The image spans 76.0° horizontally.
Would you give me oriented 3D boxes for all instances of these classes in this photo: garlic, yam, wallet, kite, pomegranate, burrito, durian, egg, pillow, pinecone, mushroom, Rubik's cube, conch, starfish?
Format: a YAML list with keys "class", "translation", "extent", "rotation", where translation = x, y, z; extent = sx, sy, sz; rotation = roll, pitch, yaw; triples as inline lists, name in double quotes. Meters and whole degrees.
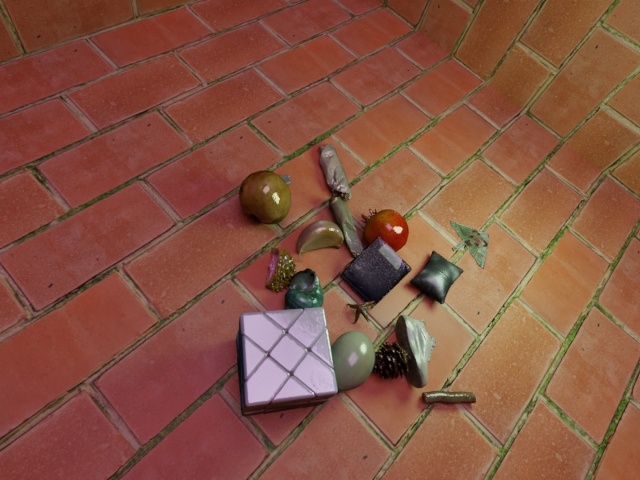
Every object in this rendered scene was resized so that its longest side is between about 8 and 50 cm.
- class: "garlic"
  translation: [-0.008, -0.012, 1.948]
  extent: [0.245, 0.145, 0.164]
  rotation: [-17, 97, -20]
- class: "yam"
  translation: [0.542, 0.665, 1.730]
  extent: [0.241, 0.056, 0.056]
  rotation: [6, 60, -13]
- class: "wallet"
  translation: [0.253, 0.146, 1.880]
  extent: [0.221, 0.071, 0.262]
  rotation: [45, 99, 16]
- class: "kite"
  translation: [0.810, 0.007, 2.191]
  extent: [0.268, 0.013, 0.322]
  rotation: [-17, 66, -22]
- class: "pomegranate"
  translation: [0.306, -0.054, 1.992]
  extent: [0.257, 0.220, 0.221]
  rotation: [41, 60, 20]
- class: "burrito"
  translation: [0.071, -0.369, 2.190]
  extent: [0.117, 0.076, 0.391]
  rotation: [-10, 62, -11]
- class: "durian"
  translation: [-0.181, 0.122, 1.842]
  extent: [0.132, 0.165, 0.182]
  rotation: [-12, 28, 24]
- class: "egg"
  translation: [0.122, 0.481, 1.649]
  extent: [0.187, 0.186, 0.253]
  rotation: [29, 55, 4]
- class: "pillow"
  translation: [0.568, 0.171, 1.984]
  extent: [0.186, 0.106, 0.250]
  rotation: [34, 57, 15]
- class: "pinecone"
  translation: [0.289, 0.504, 1.706]
  extent: [0.174, 0.173, 0.173]
  rotation: [6, 60, -10]
- class: "mushroom"
  translation: [0.127, -0.077, 2.015]
  extent: [0.087, 0.107, 0.333]
  rotation: [-21, 67, -1]
- class: "Rubik's cube"
  translation: [-0.143, 0.455, 1.527]
  extent: [0.319, 0.316, 0.321]
  rotation: [-2, 63, -15]
- class: "conch"
  translation: [-0.078, 0.243, 1.774]
  extent: [0.202, 0.134, 0.196]
  rotation: [-31, 40, -23]
- class: "pomegranate"
  translation: [-0.253, -0.200, 1.908]
  extent: [0.261, 0.260, 0.260]
  rotation: [6, 60, -10]
- class: "starfish"
  translation: [0.170, 0.307, 1.824]
  extent: [0.130, 0.041, 0.133]
  rotation: [22, 76, 25]

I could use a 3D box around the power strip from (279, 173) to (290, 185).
- class: "power strip"
  translation: [-0.270, -0.286, 2.084]
  extent: [0.253, 0.027, 0.060]
  rotation: [-16, 67, -21]

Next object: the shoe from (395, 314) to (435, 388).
- class: "shoe"
  translation: [0.436, 0.472, 1.776]
  extent: [0.160, 0.124, 0.316]
  rotation: [1, 60, -21]
